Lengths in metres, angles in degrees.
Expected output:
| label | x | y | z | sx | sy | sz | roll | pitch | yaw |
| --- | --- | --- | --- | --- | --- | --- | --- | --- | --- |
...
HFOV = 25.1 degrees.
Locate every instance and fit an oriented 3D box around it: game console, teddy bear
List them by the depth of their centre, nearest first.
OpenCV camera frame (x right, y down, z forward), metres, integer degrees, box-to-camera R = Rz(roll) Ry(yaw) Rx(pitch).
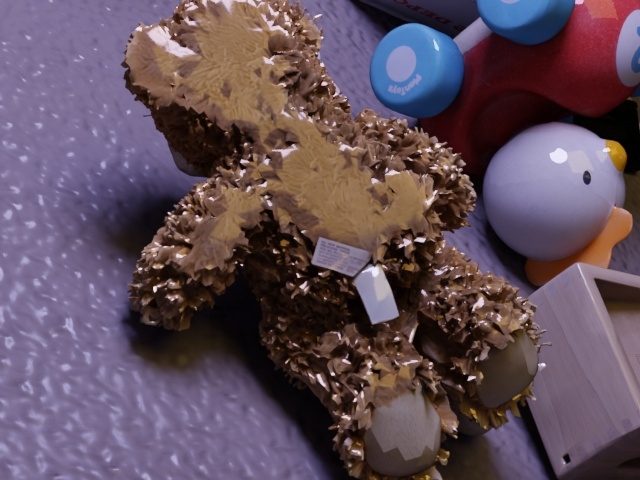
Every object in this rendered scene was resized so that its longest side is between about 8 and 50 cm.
| label | x | y | z | sx | sy | sz | roll | pitch | yaw |
| --- | --- | --- | --- | --- | --- | --- | --- | --- | --- |
| teddy bear | 0.000 | 0.000 | 0.908 | 0.338 | 0.113 | 0.245 | 40 | 66 | -1 |
| game console | 0.248 | -0.117 | 1.408 | 0.122 | 0.071 | 0.107 | 6 | 74 | -39 |

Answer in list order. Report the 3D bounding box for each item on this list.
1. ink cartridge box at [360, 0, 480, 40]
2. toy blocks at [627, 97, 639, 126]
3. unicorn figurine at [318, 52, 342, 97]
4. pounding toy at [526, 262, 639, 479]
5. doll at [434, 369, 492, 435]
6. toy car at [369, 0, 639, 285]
| label | x | y | z | sx | sy | sz | roll | pitch | yaw |
| --- | --- | --- | --- | --- | --- | --- | --- | --- | --- |
| ink cartridge box | 0.197 | -0.273 | 1.267 | 0.223 | 0.307 | 0.129 | 19 | 75 | -27 |
| toy blocks | 0.363 | -0.174 | 1.461 | 0.054 | 0.148 | 0.123 | -5 | 51 | -46 |
| unicorn figurine | -0.027 | -0.131 | 1.113 | 0.111 | 0.060 | 0.162 | 29 | 34 | -12 |
| pounding toy | 0.239 | 0.137 | 1.017 | 0.181 | 0.094 | 0.206 | 12 | 50 | -42 |
| doll | 0.055 | 0.053 | 0.971 | 0.129 | 0.046 | 0.189 | -31 | 73 | -40 |
| toy car | 0.195 | -0.076 | 1.152 | 0.219 | 0.210 | 0.238 | 13 | 51 | -51 |
